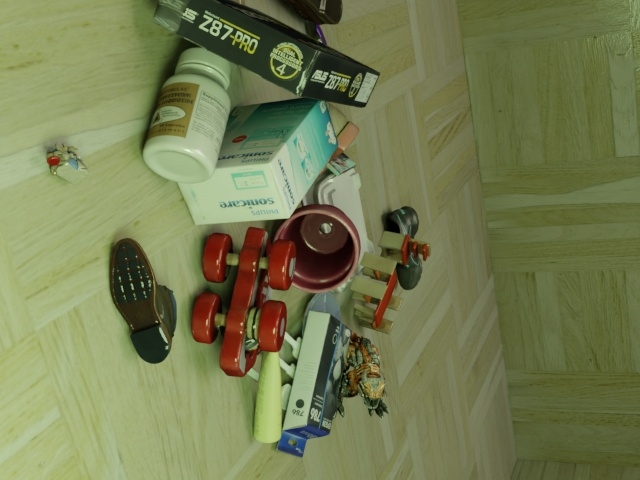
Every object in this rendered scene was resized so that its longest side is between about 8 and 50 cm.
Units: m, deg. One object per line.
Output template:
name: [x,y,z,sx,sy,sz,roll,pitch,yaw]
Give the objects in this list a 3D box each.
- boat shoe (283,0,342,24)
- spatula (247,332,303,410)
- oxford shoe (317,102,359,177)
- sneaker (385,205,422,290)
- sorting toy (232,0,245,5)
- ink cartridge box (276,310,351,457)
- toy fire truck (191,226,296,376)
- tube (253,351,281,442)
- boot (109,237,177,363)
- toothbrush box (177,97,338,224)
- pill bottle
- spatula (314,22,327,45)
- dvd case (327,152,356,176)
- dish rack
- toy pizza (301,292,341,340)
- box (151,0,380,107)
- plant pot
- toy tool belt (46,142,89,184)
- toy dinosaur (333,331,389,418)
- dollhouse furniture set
boat shoe: [-0.055,-0.604,1.956,0.307,0.104,0.110,40,61,-59]
spatula: [-0.089,0.281,1.858,0.242,0.019,0.168,51,55,-52]
oxford shoe: [-0.056,-0.203,1.924,0.146,0.140,0.397,48,41,-8]
sneaker: [0.248,0.029,2.568,0.106,0.101,0.267,-14,101,-42]
sorting toy: [-0.239,-0.520,1.621,0.307,0.041,0.229,-37,128,-60]
ink cartridge box: [-0.010,0.347,1.939,0.165,0.065,0.332,43,57,-62]
toy fire truck: [-0.139,0.130,1.657,0.254,0.169,0.302,74,23,-68]
tube: [-0.106,0.309,1.737,0.062,0.070,0.240,-16,114,-51]
boot: [-0.304,0.095,1.417,0.106,0.082,0.219,-76,154,-79]
toothbrush box: [-0.120,-0.163,1.637,0.295,0.216,0.126,-59,138,-48]
pill bottle: [-0.235,-0.232,1.498,0.131,0.131,0.229,49,44,-53]
spatula: [-0.020,-0.472,2.056,0.084,0.030,0.296,61,30,-33]
dvd case: [0.039,-0.212,2.150,0.087,0.013,0.119,43,30,7]
dish rack: [0.058,-0.035,2.173,0.285,0.072,0.332,-42,124,-58]
toy pizza: [-0.004,0.225,2.050,0.201,0.032,0.201,-9,100,-62]
box: [-0.086,-0.366,1.571,0.097,0.318,0.395,-66,164,14]
plant pot: [0.000,0.000,1.924,0.180,0.201,0.201,-65,146,-70]
toy tool belt: [-0.395,-0.124,1.258,0.051,0.052,0.083,64,10,30]
toy dinosaur: [0.107,0.330,2.075,0.322,0.164,0.218,-61,159,-66]
dollhouse furniture set: [0.196,0.111,2.246,0.262,0.135,0.259,72,38,-61]
